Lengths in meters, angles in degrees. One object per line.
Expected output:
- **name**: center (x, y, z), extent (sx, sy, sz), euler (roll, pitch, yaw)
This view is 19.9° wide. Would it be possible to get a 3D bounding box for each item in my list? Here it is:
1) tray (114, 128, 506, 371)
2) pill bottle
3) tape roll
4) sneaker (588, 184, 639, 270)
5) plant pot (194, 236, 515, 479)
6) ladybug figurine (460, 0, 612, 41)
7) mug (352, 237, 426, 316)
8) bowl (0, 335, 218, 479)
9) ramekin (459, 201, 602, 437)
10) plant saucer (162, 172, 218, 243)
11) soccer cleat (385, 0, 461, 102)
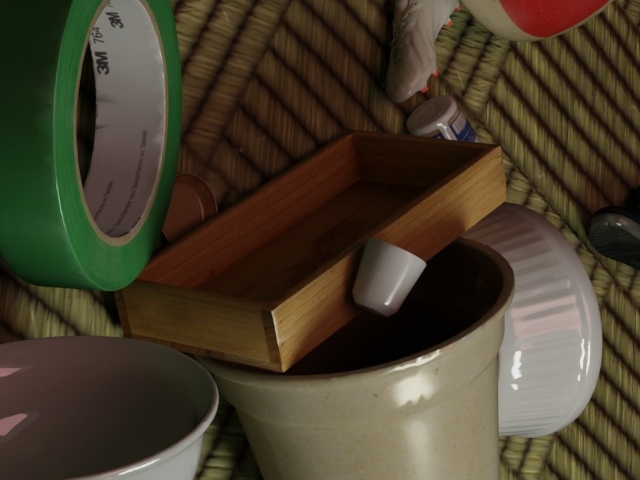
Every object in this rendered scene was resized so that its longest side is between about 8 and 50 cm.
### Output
- **tray**: center (0.000, 0.000, 1.885), extent (0.411, 0.203, 0.076), euler (-34, 123, -45)
- **pill bottle**: center (0.158, -0.109, 2.176), extent (0.120, 0.067, 0.067), euler (55, 50, -27)
- **tape roll**: center (-0.215, -0.115, 1.675), extent (0.321, 0.077, 0.321), euler (4, 90, -76)
- **sneaker**: center (0.430, -0.034, 2.443), extent (0.227, 0.087, 0.130), euler (19, 70, -47)
- **plant pot**: center (0.060, 0.197, 1.887), extent (0.334, 0.334, 0.305), euler (-34, 120, -43)
- **ladybug figurine**: center (0.261, -0.406, 2.191), extent (0.449, 0.162, 0.305), euler (30, 69, -56)
- **mug**: center (0.066, 0.041, 1.761), extent (0.078, 0.062, 0.064), euler (32, 79, -45)
- **bowl**: center (-0.232, 0.199, 1.597), extent (0.298, 0.298, 0.134), euler (-25, 120, -45)
- **ramekin**: center (0.178, 0.099, 2.042), extent (0.127, 0.273, 0.272), euler (-12, 94, -36)
- **plant saucer**: center (-0.141, -0.028, 1.890), extent (0.083, 0.015, 0.083), euler (6, 82, -46)
- **soccer cleat**: center (0.108, -0.243, 2.145), extent (0.076, 0.068, 0.196), euler (45, 48, -28)
